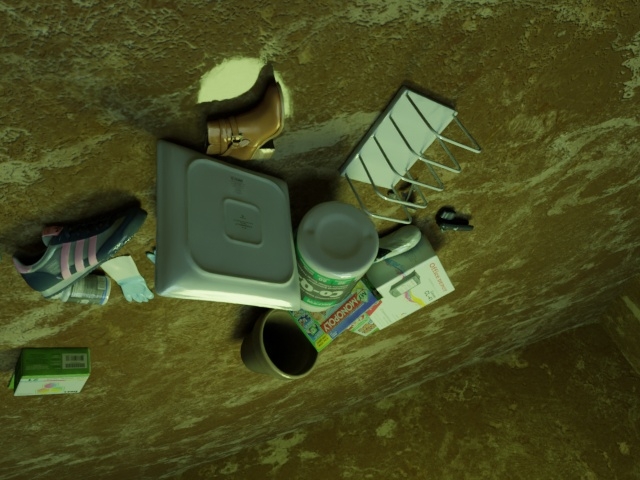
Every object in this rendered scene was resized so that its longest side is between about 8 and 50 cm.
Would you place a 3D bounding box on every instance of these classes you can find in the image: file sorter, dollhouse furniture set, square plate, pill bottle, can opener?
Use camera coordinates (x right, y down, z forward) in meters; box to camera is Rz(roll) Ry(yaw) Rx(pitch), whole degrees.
[{"bbox_3d":[0.219,-0.195,1.172,0.193,0.173,0.278,9,135,-36],"label":"file sorter"},{"bbox_3d":[0.262,-0.138,1.418,0.114,0.091,0.081,26,84,-74],"label":"dollhouse furniture set"},{"bbox_3d":[-0.182,-0.032,1.019,0.347,0.344,0.049,14,149,-41],"label":"square plate"},{"bbox_3d":[-0.622,0.122,1.213,0.137,0.078,0.078,13,132,-39],"label":"pill bottle"},{"bbox_3d":[0.014,0.063,1.272,0.204,0.204,0.361,-11,158,-15],"label":"pill bottle"},{"bbox_3d":[0.458,-0.055,1.594,0.186,0.059,0.073,11,133,-39],"label":"can opener"}]

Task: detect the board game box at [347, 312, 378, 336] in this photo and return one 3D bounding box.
[{"bbox_3d":[0.189,0.352,2.020,0.124,0.039,0.259,-35,146,19],"label":"board game box"}]

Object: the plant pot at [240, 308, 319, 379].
[{"bbox_3d":[-0.168,0.386,1.710,0.263,0.263,0.229,10,152,-38],"label":"plant pot"}]

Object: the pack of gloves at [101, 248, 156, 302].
[{"bbox_3d":[-0.470,0.113,1.316,0.195,0.046,0.232,-18,145,-8],"label":"pack of gloves"}]

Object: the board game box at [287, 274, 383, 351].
[{"bbox_3d":[0.031,0.200,1.570,0.317,0.213,0.046,-47,165,31],"label":"board game box"}]

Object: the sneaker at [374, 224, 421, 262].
[{"bbox_3d":[0.220,0.024,1.550,0.237,0.085,0.086,-23,153,6],"label":"sneaker"}]

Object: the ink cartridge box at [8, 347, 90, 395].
[{"bbox_3d":[-0.867,0.447,1.501,0.188,0.097,0.255,10,133,-38],"label":"ink cartridge box"}]

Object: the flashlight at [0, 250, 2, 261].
[{"bbox_3d":[-0.709,-0.053,0.914,0.103,0.103,0.304,-31,155,-38],"label":"flashlight"}]

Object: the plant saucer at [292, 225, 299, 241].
[{"bbox_3d":[0.000,0.000,1.433,0.195,0.037,0.195,-14,144,-10],"label":"plant saucer"}]

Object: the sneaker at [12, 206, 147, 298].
[{"bbox_3d":[-0.551,0.002,1.075,0.319,0.112,0.131,-36,117,2],"label":"sneaker"}]

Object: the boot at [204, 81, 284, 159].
[{"bbox_3d":[-0.161,-0.245,0.984,0.152,0.073,0.197,-1,138,-22],"label":"boot"}]

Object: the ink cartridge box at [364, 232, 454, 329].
[{"bbox_3d":[0.277,0.146,1.635,0.306,0.131,0.226,-30,132,9],"label":"ink cartridge box"}]
